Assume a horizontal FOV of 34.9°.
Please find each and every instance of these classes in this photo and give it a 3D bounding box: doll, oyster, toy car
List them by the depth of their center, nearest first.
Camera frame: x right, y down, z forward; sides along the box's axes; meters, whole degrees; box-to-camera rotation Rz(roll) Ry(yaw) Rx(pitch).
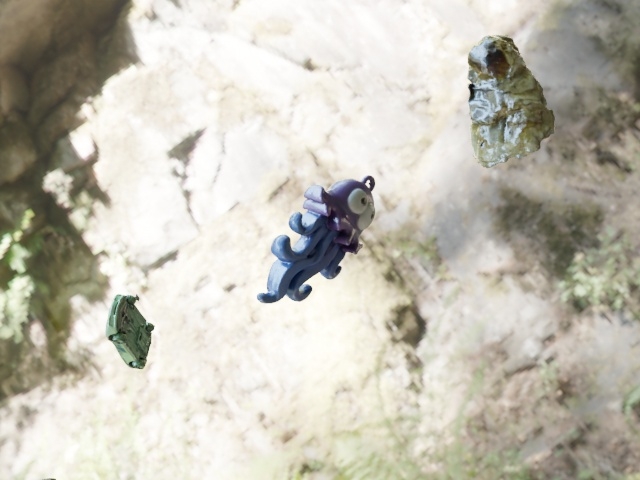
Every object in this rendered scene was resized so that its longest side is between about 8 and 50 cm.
[{"bbox_3d":[0.000,0.000,1.168,0.206,0.067,0.110,-50,-48,-18],"label":"doll"},{"bbox_3d":[0.284,-0.233,1.630,0.162,0.232,0.107,-17,-30,35],"label":"oyster"},{"bbox_3d":[-0.338,0.156,1.775,0.058,0.093,0.186,3,-30,13],"label":"toy car"}]

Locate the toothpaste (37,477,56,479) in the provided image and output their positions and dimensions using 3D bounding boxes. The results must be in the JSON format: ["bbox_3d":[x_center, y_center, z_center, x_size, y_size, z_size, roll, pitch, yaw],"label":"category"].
[{"bbox_3d":[-0.355,0.352,1.326,0.017,0.083,0.020,-7,-7,32],"label":"toothpaste"}]
